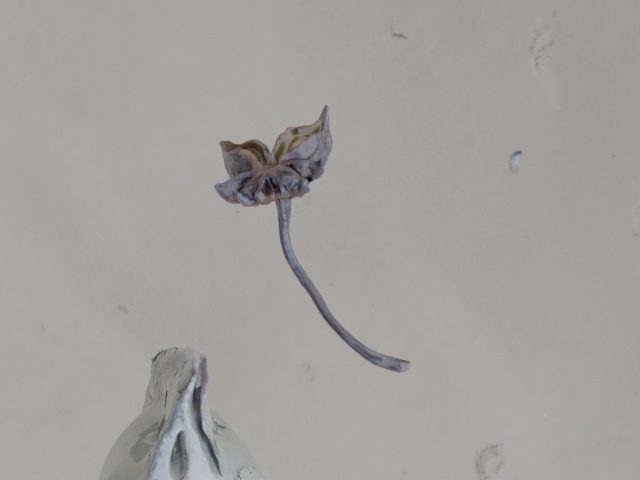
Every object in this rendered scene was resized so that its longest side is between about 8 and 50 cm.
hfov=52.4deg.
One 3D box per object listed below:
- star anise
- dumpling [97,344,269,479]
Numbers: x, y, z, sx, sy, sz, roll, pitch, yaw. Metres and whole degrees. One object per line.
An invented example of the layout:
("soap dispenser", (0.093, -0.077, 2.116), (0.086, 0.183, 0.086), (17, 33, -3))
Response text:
("star anise", (0.000, 0.000, 0.662), (0.148, 0.219, 0.227), (-32, 123, -26))
("dumpling", (-0.135, 0.285, 0.632), (0.181, 0.260, 0.341), (-31, 103, -25))
